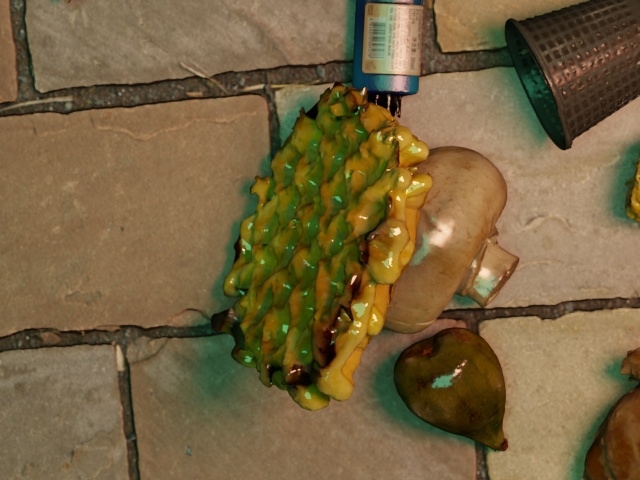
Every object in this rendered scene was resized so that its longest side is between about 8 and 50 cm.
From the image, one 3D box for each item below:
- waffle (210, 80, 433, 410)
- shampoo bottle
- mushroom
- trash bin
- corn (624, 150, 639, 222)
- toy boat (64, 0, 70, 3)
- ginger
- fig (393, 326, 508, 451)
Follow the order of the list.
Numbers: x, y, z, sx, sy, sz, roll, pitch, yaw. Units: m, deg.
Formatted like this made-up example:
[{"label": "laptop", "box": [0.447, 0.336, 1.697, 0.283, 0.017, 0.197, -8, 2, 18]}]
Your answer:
[{"label": "waffle", "box": [0.000, 0.000, 1.815, 0.095, 0.382, 0.379, 16, 103, -28]}, {"label": "shampoo bottle", "box": [0.086, -0.246, 1.914, 0.087, 0.050, 0.183, 3, 95, 6]}, {"label": "mushroom", "box": [0.141, 0.014, 1.862, 0.195, 0.189, 0.253, 34, 107, 6]}, {"label": "trash bin", "box": [0.330, -0.223, 1.830, 0.161, 0.175, 0.175, -27, 91, 0]}, {"label": "corn", "box": [0.558, -0.104, 1.808, 0.387, 0.144, 0.143, -9, 94, 10]}, {"label": "toy boat", "box": [-0.346, -0.412, 1.965, 0.084, 0.066, 0.210, -31, 80, 12]}, {"label": "ginger", "box": [0.452, 0.309, 1.850, 0.256, 0.176, 0.375, -20, 92, 26]}, {"label": "fig", "box": [0.172, 0.194, 1.925, 0.133, 0.185, 0.127, -41, 48, -15]}]
